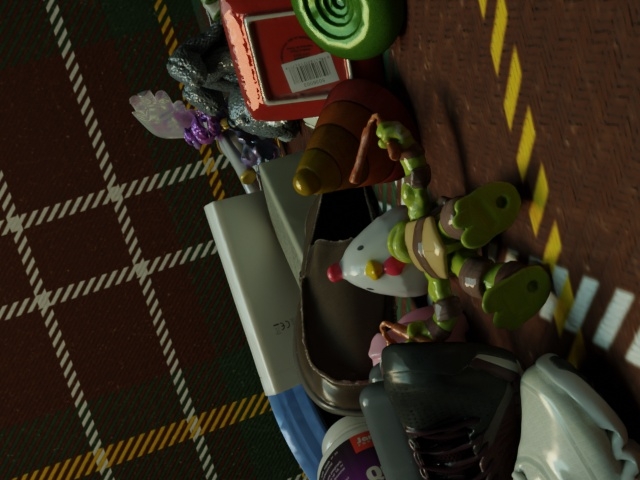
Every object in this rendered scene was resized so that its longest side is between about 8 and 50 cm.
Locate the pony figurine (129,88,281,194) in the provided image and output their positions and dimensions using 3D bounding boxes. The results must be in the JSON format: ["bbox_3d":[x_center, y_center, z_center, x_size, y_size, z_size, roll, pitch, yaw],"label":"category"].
[{"bbox_3d":[-0.220,-0.256,1.839,0.363,0.303,0.351,51,172,25],"label":"pony figurine"}]

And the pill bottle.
[{"bbox_3d":[0.103,0.414,1.276,0.323,0.182,0.181,-124,18,-62],"label":"pill bottle"}]

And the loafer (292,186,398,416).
[{"bbox_3d":[0.025,0.053,1.030,0.366,0.134,0.130,-99,6,-45],"label":"loafer"}]

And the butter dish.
[{"bbox_3d":[-0.013,-0.226,0.898,0.118,0.160,0.159,-80,-19,-54],"label":"butter dish"}]

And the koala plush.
[{"bbox_3d":[-0.123,-0.274,1.457,0.221,0.203,0.196,49,177,10],"label":"koala plush"}]

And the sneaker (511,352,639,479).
[{"bbox_3d":[0.179,0.225,0.600,0.110,0.118,0.292,-127,22,-71],"label":"sneaker"}]

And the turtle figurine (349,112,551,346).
[{"bbox_3d":[0.111,0.016,0.704,0.217,0.087,0.269,-167,67,-72],"label":"turtle figurine"}]

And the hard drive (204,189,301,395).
[{"bbox_3d":[-0.057,0.078,1.494,0.047,0.233,0.353,-21,86,51],"label":"hard drive"}]

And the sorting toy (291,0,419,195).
[{"bbox_3d":[-0.004,-0.182,0.752,0.127,0.126,0.365,18,135,35],"label":"sorting toy"}]

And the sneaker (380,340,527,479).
[{"bbox_3d":[0.120,0.187,0.649,0.281,0.106,0.162,46,-136,-55],"label":"sneaker"}]

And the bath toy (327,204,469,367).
[{"bbox_3d":[0.105,0.138,0.865,0.151,0.129,0.348,-159,52,-80],"label":"bath toy"}]

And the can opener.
[{"bbox_3d":[0.079,0.251,0.780,0.076,0.095,0.283,-53,-52,-61],"label":"can opener"}]

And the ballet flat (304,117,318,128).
[{"bbox_3d":[-0.002,-0.183,1.069,0.232,0.073,0.080,-117,12,-48],"label":"ballet flat"}]

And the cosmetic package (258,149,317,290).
[{"bbox_3d":[0.000,0.000,1.317,0.309,0.113,0.160,-118,13,-48],"label":"cosmetic package"}]

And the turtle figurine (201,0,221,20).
[{"bbox_3d":[-0.263,-0.633,1.756,0.266,0.275,0.198,51,145,7],"label":"turtle figurine"}]

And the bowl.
[{"bbox_3d":[0.025,0.367,1.619,0.391,0.077,0.391,55,-170,-15],"label":"bowl"}]
